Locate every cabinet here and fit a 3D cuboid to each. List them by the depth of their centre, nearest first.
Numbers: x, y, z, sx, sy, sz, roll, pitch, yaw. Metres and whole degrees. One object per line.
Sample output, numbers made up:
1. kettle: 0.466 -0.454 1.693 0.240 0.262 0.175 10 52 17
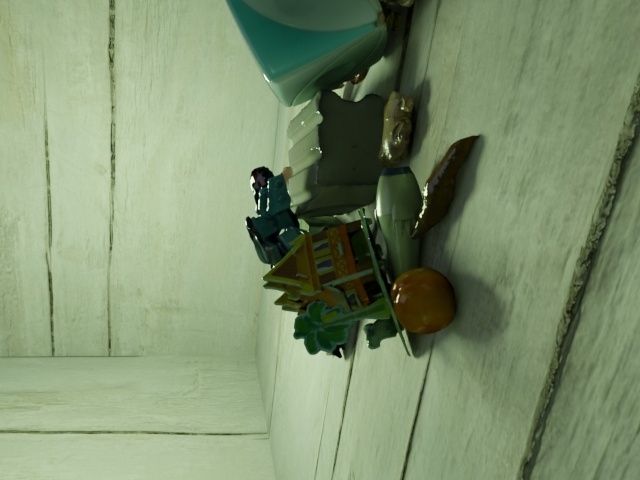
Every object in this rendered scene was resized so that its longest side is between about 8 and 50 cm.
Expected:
1. cabinet: 0.000 0.000 1.994 0.206 0.144 0.150 -134 49 -71

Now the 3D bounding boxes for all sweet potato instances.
1. sweet potato: 0.249 -0.108 1.158 0.067 0.067 0.274 -102 25 -47

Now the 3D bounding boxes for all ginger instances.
1. ginger: 0.189 -0.264 1.410 0.137 0.074 0.214 -97 18 -69

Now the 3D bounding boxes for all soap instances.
1. soap: 0.035 -0.248 1.747 0.435 0.212 0.351 168 104 -76

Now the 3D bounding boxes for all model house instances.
1. model house: 0.032 0.149 1.381 0.243 0.312 0.358 61 -168 -45

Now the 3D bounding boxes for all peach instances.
1. peach: 0.208 0.119 1.145 0.138 0.138 0.138 -177 90 -77

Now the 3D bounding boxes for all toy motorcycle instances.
1. toy motorcycle: -0.107 -0.022 1.720 0.232 0.172 0.417 21 128 52

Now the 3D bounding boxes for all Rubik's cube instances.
1. Rubik's cube: -0.039 -0.601 1.507 0.347 0.351 0.352 -29 -85 -84

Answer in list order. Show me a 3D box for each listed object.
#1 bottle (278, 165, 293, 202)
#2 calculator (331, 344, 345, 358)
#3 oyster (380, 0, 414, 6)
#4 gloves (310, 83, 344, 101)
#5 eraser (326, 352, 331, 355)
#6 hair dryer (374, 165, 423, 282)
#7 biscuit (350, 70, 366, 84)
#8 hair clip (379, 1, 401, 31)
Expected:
1. bottle: -0.050 -0.199 2.042 0.147 0.236 0.148 -177 90 -77
2. calculator: -0.011 0.239 1.906 0.248 0.058 0.274 52 163 52
3. oyster: 0.182 -0.688 1.447 0.341 0.110 0.167 -126 30 -65
4. gloves: 0.019 -0.497 1.978 0.145 0.126 0.241 -66 -31 -28
5. eraser: 0.031 0.332 2.062 0.150 0.023 0.104 -102 20 -46
6. hair dryer: 0.191 -0.004 1.364 0.298 0.118 0.296 81 -177 -75
7. biscuit: 0.108 -0.622 1.825 0.220 0.066 0.221 -178 90 -77
8. hair clip: 0.180 -0.630 1.565 0.173 0.046 0.072 -112 27 -56
